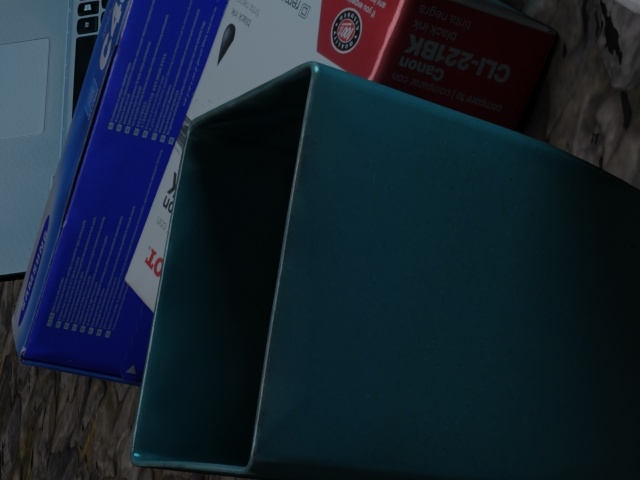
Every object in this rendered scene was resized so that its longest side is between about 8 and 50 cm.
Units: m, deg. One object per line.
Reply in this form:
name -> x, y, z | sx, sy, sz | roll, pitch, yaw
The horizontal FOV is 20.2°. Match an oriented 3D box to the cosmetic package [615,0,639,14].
cosmetic package -> 0.163, -0.232, 0.814 | 0.385, 0.156, 0.217 | -129, 53, -63

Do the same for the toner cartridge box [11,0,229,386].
toner cartridge box -> -0.090, -0.066, 1.257 | 0.075, 0.165, 0.348 | -121, 48, -64

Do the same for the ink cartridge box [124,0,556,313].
ink cartridge box -> 0.002, -0.044, 1.110 | 0.197, 0.114, 0.273 | 41, 114, 54

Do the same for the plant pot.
plant pot -> 0.061, 0.039, 0.807 | 0.165, 0.234, 0.166 | 165, 115, -68

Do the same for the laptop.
laptop -> -0.149, -0.199, 1.499 | 0.236, 0.407, 0.382 | 76, -171, -52
